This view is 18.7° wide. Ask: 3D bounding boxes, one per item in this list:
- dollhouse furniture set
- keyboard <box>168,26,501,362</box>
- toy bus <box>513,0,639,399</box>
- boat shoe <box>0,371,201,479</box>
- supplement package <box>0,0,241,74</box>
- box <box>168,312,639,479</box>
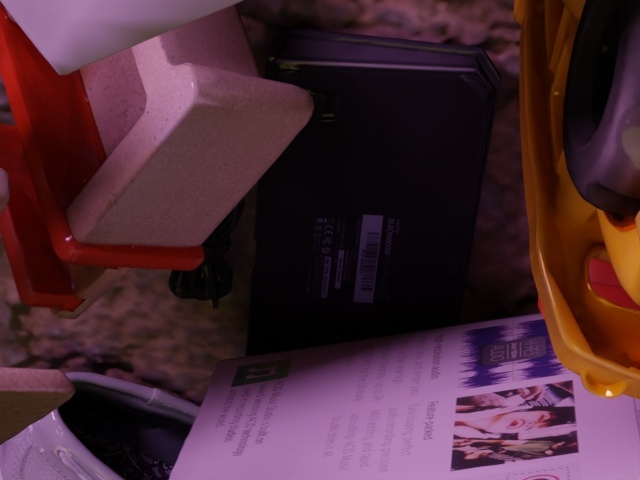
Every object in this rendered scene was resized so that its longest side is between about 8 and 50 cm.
[{"bbox_3d":[-0.141,-0.042,0.537,0.259,0.262,0.135,6,145,-44],"label":"dollhouse furniture set"},{"bbox_3d":[0.000,0.000,0.700,0.108,0.023,0.180,2,132,-4],"label":"keyboard"},{"bbox_3d":[0.116,-0.023,0.540,0.149,0.220,0.211,11,139,-10],"label":"toy bus"},{"bbox_3d":[-0.019,0.118,0.769,0.227,0.079,0.081,24,135,-11],"label":"boat shoe"},{"bbox_3d":[-0.031,-0.185,0.410,0.149,0.203,0.194,-20,127,22],"label":"supplement package"},{"bbox_3d":[0.110,0.076,0.600,0.322,0.232,0.058,-10,105,9],"label":"box"}]
